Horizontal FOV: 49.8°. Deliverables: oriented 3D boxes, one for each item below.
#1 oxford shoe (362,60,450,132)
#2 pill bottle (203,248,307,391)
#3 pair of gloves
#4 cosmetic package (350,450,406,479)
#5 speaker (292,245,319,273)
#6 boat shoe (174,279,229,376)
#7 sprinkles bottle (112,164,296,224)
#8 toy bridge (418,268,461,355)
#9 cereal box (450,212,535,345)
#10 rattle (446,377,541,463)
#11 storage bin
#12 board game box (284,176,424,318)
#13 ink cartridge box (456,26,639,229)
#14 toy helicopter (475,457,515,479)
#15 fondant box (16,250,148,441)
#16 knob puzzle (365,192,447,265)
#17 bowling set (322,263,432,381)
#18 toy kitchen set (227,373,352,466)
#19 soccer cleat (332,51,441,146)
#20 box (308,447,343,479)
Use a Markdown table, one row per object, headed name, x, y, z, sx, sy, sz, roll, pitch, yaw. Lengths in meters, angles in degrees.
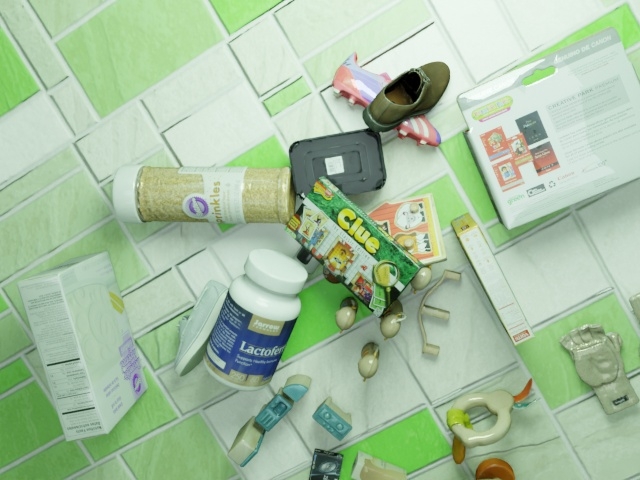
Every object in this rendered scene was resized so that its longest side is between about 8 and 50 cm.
| name | x | y | z | sx | sy | sz | roll | pitch | yaw |
| --- | --- | --- | --- | --- | --- | --- | --- | --- | --- |
| oxford shoe | 0.181 | -0.282 | 1.278 | 0.083 | 0.227 | 0.096 | 46 | 147 | 4 |
| pill bottle | -0.129 | 0.160 | 1.398 | 0.153 | 0.153 | 0.264 | 23 | 110 | 2 |
| pair of gloves | 0.633 | 0.219 | 1.394 | 0.240 | 0.042 | 0.204 | -35 | 98 | 13 |
| cosmetic package | 0.127 | 0.506 | 1.496 | 0.115 | 0.060 | 0.041 | 21 | 102 | 1 |
| speaker | 0.000 | 0.000 | 1.421 | 0.055 | 0.055 | 0.136 | 35 | 102 | -1 |
| boat shoe | -0.262 | 0.185 | 1.481 | 0.081 | 0.079 | 0.227 | 35 | 103 | 17 |
| sprinkles bottle | -0.232 | -0.093 | 1.397 | 0.356 | 0.121 | 0.121 | 1 | 100 | 6 |
| toy bridge | 0.237 | 0.149 | 1.435 | 0.063 | 0.026 | 0.188 | 15 | 102 | 6 |
| cereal box | 0.329 | 0.069 | 1.335 | 0.047 | 0.173 | 0.240 | -28 | 97 | 10 |
| rattle | 0.370 | 0.386 | 1.443 | 0.200 | 0.130 | 0.142 | -25 | 109 | -16 |
| storage bin | 0.036 | -0.152 | 1.373 | 0.180 | 0.084 | 0.121 | -9 | 99 | 7 |
| board game box | 0.059 | 0.012 | 1.307 | 0.260 | 0.030 | 0.136 | 42 | 113 | 16 |
| ink cartridge box | 0.440 | -0.207 | 1.293 | 0.310 | 0.130 | 0.271 | -22 | 95 | 10 |
| toy helicopter | 0.408 | 0.654 | 1.455 | 0.355 | 0.140 | 0.235 | 41 | 104 | -4 |
| fondant box | -0.478 | 0.206 | 1.420 | 0.096 | 0.238 | 0.330 | -12 | 99 | 7 |
| knob puzzle | 0.136 | -0.014 | 1.346 | 0.213 | 0.213 | 0.030 | -16 | 139 | 9 |
| bowling set | 0.083 | 0.124 | 1.382 | 0.200 | 0.154 | 0.286 | 25 | 102 | 1 |
| toy kitchen set | -0.061 | 0.415 | 1.469 | 0.166 | 0.122 | 0.207 | 42 | 102 | -2 |
| soccer cleat | 0.138 | -0.271 | 1.345 | 0.248 | 0.083 | 0.095 | 31 | 92 | 1 |
| box | 0.012 | 0.510 | 1.530 | 0.067 | 0.018 | 0.083 | 12 | 101 | 5 |
